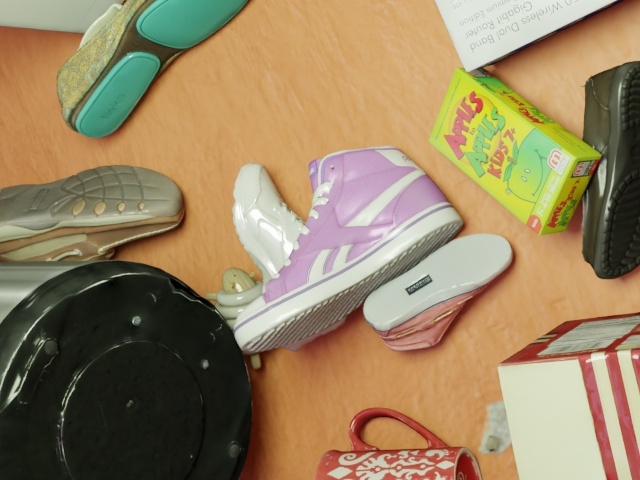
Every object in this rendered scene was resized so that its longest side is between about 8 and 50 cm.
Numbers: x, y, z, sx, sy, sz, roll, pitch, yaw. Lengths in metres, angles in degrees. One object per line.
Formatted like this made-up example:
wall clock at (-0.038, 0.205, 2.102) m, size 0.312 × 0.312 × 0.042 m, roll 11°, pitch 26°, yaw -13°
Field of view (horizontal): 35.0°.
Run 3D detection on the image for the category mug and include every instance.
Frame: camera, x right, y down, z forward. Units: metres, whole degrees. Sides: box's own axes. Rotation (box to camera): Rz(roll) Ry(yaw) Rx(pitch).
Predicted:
mug at (0.088, 0.272, 1.163) m, size 0.169 × 0.113 × 0.150 m, roll -11°, pitch 93°, yaw 27°

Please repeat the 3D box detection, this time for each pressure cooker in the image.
pressure cooker at (-0.335, 0.208, 1.236) m, size 0.420 × 0.375 × 0.370 m, roll 0°, pitch 71°, yaw 46°

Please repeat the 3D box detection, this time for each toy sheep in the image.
toy sheep at (-0.094, 0.096, 1.260) m, size 0.091 × 0.091 × 0.132 m, roll -6°, pitch 107°, yaw 30°

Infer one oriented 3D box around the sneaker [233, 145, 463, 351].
sneaker at (0.000, 0.000, 1.137) m, size 0.282 × 0.102 × 0.161 m, roll -33°, pitch 71°, yaw -11°

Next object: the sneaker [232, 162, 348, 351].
sneaker at (-0.026, 0.008, 1.218) m, size 0.115 × 0.090 × 0.232 m, roll -21°, pitch 88°, yaw 17°

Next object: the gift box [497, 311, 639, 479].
gift box at (0.305, 0.211, 0.939) m, size 0.255 × 0.276 × 0.258 m, roll -10°, pitch 93°, yaw 36°

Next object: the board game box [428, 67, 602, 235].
board game box at (0.195, -0.095, 1.048) m, size 0.181 × 0.043 × 0.092 m, roll 46°, pitch 131°, yaw 38°

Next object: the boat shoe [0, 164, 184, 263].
boat shoe at (-0.322, -0.019, 1.372) m, size 0.324 × 0.123 × 0.116 m, roll -5°, pitch 128°, yaw 22°

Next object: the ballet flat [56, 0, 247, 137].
ballet flat at (-0.217, -0.271, 1.272) m, size 0.348 × 0.123 × 0.123 m, roll -40°, pitch 77°, yaw 28°

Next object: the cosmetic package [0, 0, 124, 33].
cosmetic package at (-0.397, -0.476, 1.179) m, size 0.327 × 0.394 × 0.329 m, roll 48°, pitch 116°, yaw 16°

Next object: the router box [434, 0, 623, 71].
router box at (0.236, -0.370, 0.980) m, size 0.335 × 0.082 × 0.301 m, roll -24°, pitch 92°, yaw 33°

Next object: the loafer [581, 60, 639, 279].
loafer at (0.297, -0.071, 1.026) m, size 0.078 × 0.080 × 0.220 m, roll 23°, pitch 112°, yaw 60°

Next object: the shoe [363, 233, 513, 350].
shoe at (0.138, 0.060, 1.137) m, size 0.178 × 0.081 × 0.063 m, roll -29°, pitch 52°, yaw 3°
